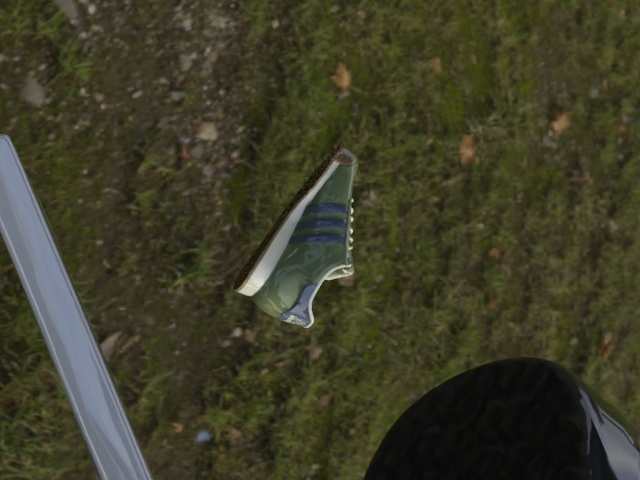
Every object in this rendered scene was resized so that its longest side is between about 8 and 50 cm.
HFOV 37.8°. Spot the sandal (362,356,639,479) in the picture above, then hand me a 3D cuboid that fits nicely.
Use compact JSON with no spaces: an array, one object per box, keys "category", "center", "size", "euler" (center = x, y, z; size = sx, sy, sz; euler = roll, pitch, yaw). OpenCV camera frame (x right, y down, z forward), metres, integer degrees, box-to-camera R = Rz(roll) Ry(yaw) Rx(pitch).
[{"category":"sandal","center":[0.061,0.242,0.289],"size":[0.107,0.167,0.446],"euler":[40,47,-25]}]

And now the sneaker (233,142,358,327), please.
[{"category":"sneaker","center":[0.000,0.000,0.896],"size":[0.086,0.064,0.192],"euler":[40,61,-10]}]

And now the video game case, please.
[{"category":"video game case","center":[-0.132,0.056,0.502],"size":[0.023,0.183,0.201],"euler":[-23,90,-14]}]
